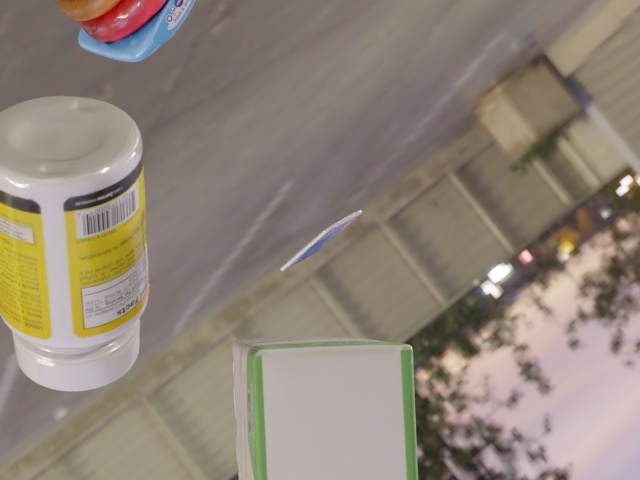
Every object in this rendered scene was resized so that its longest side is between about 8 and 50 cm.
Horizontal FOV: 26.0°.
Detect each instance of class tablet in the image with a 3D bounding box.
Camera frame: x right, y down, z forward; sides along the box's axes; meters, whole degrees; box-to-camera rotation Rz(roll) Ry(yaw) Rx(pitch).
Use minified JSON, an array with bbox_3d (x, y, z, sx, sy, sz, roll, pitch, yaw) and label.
[{"bbox_3d":[0.000,0.000,1.280,0.054,0.006,0.083,-29,171,-42],"label":"tablet"}]

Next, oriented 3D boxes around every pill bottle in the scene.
[{"bbox_3d":[-0.191,0.006,1.051,0.119,0.119,0.208,-34,141,-39],"label":"pill bottle"}]

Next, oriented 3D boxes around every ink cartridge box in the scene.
[{"bbox_3d":[-0.002,0.177,1.078,0.117,0.201,0.278,-2,177,-7],"label":"ink cartridge box"}]

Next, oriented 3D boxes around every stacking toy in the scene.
[{"bbox_3d":[-0.286,-0.344,1.540,0.165,0.302,0.175,19,-101,49],"label":"stacking toy"}]
